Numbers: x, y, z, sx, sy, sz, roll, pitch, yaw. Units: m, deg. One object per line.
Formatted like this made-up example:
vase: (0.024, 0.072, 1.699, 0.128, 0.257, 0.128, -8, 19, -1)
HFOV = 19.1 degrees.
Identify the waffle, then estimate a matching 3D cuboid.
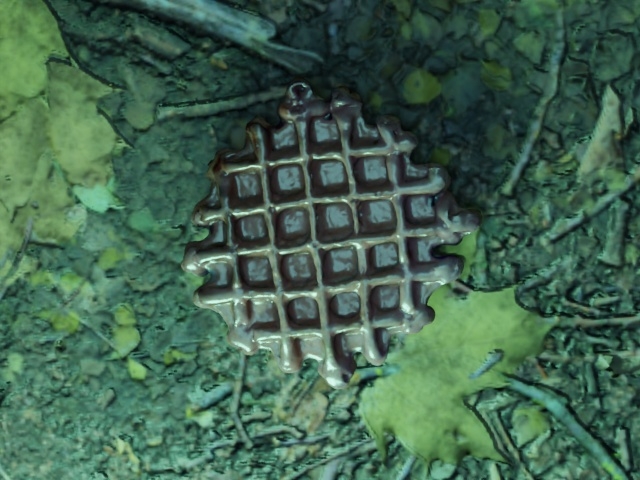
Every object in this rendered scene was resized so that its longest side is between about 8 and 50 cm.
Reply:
waffle: (0.000, 0.000, 1.525, 0.221, 0.055, 0.234, 40, 106, 3)
